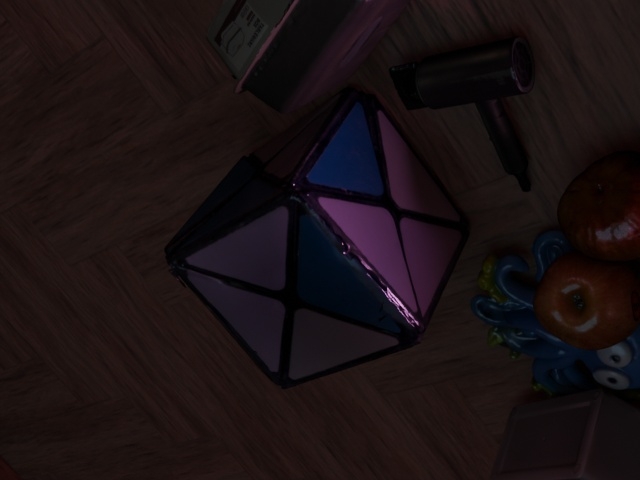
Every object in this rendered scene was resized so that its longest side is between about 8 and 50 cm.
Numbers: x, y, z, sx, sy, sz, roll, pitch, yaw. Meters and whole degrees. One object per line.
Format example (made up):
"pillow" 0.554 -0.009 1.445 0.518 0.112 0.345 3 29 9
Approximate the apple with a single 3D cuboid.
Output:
"apple" 0.374 0.084 1.376 0.146 0.131 0.146 5 100 32

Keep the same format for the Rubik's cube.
"Rubik's cube" 0.000 0.000 1.479 0.307 0.305 0.310 -25 111 40

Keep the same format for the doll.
"doll" 0.395 0.143 1.512 0.341 0.099 0.346 11 128 20

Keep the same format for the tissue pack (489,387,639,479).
"tissue pack" 0.409 0.348 1.574 0.136 0.159 0.246 31 154 -15

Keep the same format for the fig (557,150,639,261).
"fig" 0.424 -0.047 1.324 0.148 0.202 0.149 54 142 36

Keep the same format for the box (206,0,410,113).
"box" -0.001 -0.317 1.283 0.166 0.220 0.290 48 136 5

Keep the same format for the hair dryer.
"hair dryer" 0.227 -0.160 1.388 0.196 0.078 0.248 -6 128 36
